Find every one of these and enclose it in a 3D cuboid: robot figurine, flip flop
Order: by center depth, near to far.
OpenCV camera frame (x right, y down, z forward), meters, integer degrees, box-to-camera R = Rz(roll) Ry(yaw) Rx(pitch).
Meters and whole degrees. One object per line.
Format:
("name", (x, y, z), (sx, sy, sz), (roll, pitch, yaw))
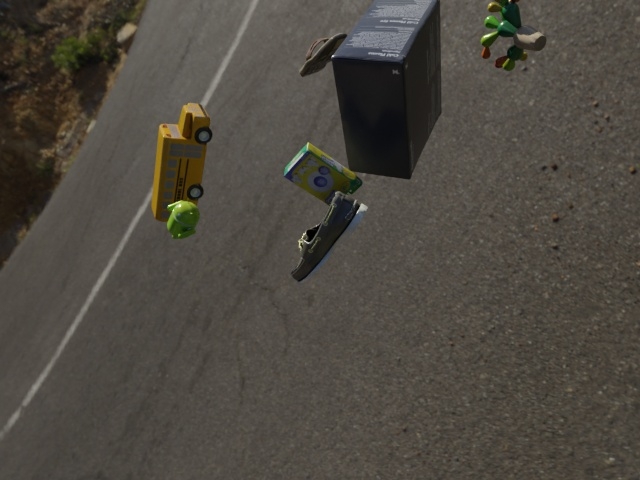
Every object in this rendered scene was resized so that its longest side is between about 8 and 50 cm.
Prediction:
("robot figurine", (-0.340, -0.051, 1.375), (0.115, 0.067, 0.101), (-51, 55, 44))
("flip flop", (-0.001, -0.654, 1.927), (0.277, 0.112, 0.080), (-15, 95, 64))

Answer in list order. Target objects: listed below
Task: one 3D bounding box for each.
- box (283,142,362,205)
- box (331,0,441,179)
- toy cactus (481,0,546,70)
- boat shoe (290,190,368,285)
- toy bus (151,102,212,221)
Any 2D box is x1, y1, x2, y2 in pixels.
("box", (0.009, -0.155, 1.387), (0.105, 0.179, 0.043), (-42, 28, 37))
("box", (0.186, -0.394, 1.429), (0.178, 0.343, 0.313), (11, 49, 22))
("toy cactus", (0.445, -0.473, 1.257), (0.112, 0.219, 0.180), (-23, 42, -12))
("boat shoe", (0.001, -0.003, 1.398), (0.305, 0.091, 0.109), (-51, 7, 37))
("toy bus", (-0.398, -0.219, 1.578), (0.108, 0.130, 0.333), (-122, 40, -48))
